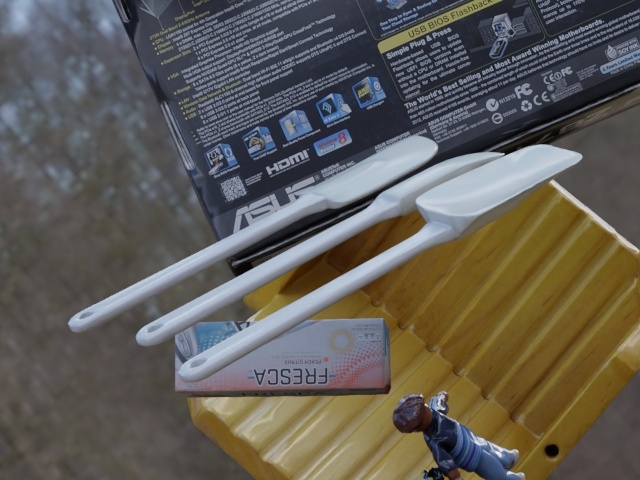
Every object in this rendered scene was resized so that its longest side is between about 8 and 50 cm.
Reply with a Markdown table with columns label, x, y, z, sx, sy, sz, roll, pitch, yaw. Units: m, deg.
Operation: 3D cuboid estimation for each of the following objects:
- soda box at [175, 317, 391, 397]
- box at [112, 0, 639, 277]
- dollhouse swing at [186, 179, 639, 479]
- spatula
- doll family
| label | x | y | z | sx | sy | sz | roll | pitch | yaw |
| --- | --- | --- | --- | --- | --- | --- | --- | --- | --- |
| soda box | -0.031 | 0.101 | 1.639 | 0.183 | 0.063 | 0.058 | -2 | -10 | 5 |
| box | 0.053 | -0.194 | 1.381 | 0.395 | 0.318 | 0.097 | -25 | -8 | -1 |
| dollhouse swing | 0.100 | 0.091 | 1.813 | 0.315 | 0.347 | 0.305 | -53 | -10 | 21 |
| spatula | 0.000 | 0.000 | 0.980 | 0.242 | 0.019 | 0.168 | -28 | 24 | -25 |
| doll family | 0.094 | 0.176 | 1.232 | 0.111 | 0.193 | 0.076 | 28 | -70 | -31 |
